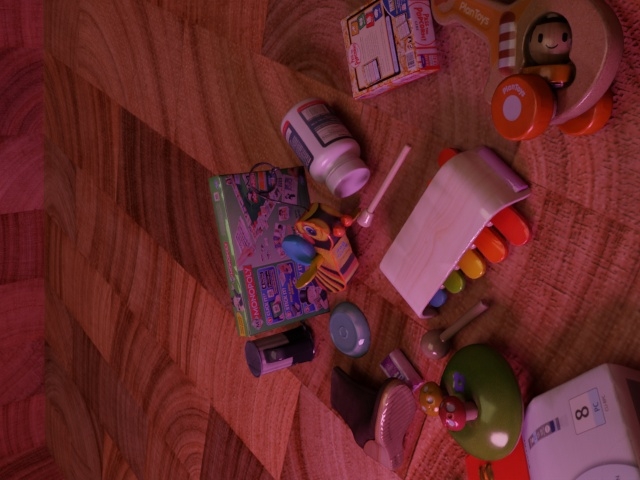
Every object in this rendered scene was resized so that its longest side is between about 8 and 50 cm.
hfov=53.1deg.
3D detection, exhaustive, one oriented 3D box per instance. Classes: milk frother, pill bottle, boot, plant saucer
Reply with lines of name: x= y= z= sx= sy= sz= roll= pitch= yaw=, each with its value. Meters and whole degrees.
milk frother: x=-0.092 y=0.206 z=1.395 sx=0.143 sy=0.135 sz=0.129 roll=66 pitch=148 yaw=19
pill bottle: x=0.012 y=-0.172 z=1.209 sx=0.180 sy=0.108 sz=0.108 roll=57 pitch=136 yaw=23
boot: x=0.082 y=0.309 z=1.236 sx=0.207 sy=0.090 sz=0.248 roll=39 pitch=143 yaw=41
plant saucer: x=0.054 y=0.187 z=1.317 sx=0.119 sy=0.021 sz=0.119 roll=16 pitch=112 yaw=47

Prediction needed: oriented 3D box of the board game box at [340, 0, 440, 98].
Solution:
board game box: x=0.111 y=-0.332 z=1.074 sx=0.193 sy=0.045 sz=0.146 roll=-3 pitch=97 yaw=60

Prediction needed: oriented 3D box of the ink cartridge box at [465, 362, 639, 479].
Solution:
ink cartridge box: x=0.319 y=0.389 z=0.896 sx=0.385 sy=0.091 sz=0.308 roll=-46 pitch=34 yaw=44

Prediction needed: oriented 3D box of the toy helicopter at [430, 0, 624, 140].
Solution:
toy helicopter: x=0.263 y=-0.304 z=0.870 sx=0.355 sy=0.140 sz=0.235 roll=54 pitch=143 yaw=44

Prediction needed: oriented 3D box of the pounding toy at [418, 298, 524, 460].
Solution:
pounding toy: x=0.212 y=0.233 z=1.019 sx=0.183 sy=0.110 sz=0.237 roll=125 pitch=139 yaw=-52

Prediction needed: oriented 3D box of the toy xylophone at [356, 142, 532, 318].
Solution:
toy xylophone: x=0.188 y=-0.024 z=1.058 sx=0.236 sy=0.081 sz=0.322 roll=58 pitch=137 yaw=22

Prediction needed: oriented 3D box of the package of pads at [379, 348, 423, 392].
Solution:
package of pads: x=0.153 y=0.251 z=1.208 sx=0.083 sy=0.032 sz=0.050 roll=54 pitch=132 yaw=26

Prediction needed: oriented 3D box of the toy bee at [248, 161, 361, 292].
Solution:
toy bee: x=0.000 y=0.000 z=1.174 sx=0.162 sy=0.298 sz=0.195 roll=10 pitch=74 yaw=44

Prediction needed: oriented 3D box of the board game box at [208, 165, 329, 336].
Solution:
board game box: x=-0.099 y=0.015 z=1.305 sx=0.046 sy=0.213 sz=0.317 roll=-8 pitch=93 yaw=50
